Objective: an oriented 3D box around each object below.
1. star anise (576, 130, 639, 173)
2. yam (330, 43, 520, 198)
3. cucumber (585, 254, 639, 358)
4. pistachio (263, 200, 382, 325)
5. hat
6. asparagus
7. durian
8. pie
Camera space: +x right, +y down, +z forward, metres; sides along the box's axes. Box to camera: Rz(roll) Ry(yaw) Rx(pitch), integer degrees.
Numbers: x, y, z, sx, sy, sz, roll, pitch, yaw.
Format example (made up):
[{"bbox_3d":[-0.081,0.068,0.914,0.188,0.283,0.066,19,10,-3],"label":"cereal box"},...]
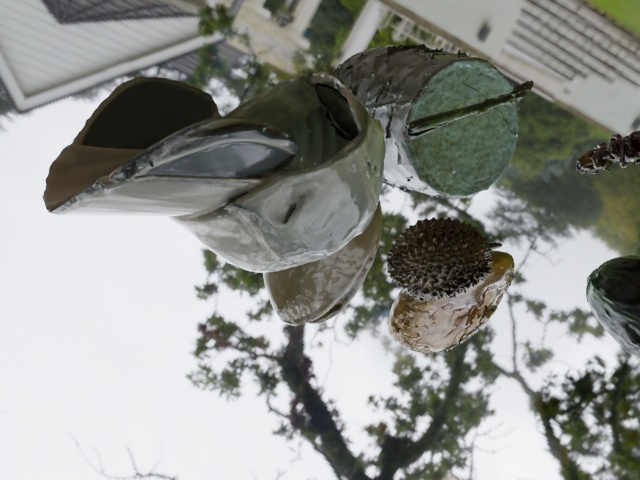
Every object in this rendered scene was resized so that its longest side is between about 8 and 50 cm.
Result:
[{"bbox_3d":[0.625,-0.184,1.649,0.073,0.177,0.234,68,170,-11],"label":"star anise"},{"bbox_3d":[0.149,-0.192,1.302,0.241,0.241,0.348,22,-176,-26],"label":"yam"},{"bbox_3d":[0.270,0.075,0.470,0.241,0.074,0.074,28,-165,18],"label":"cucumber"},{"bbox_3d":[0.000,0.000,1.057,0.153,0.237,0.138,31,-161,36],"label":"pistachio"},{"bbox_3d":[-0.081,-0.050,0.657,0.275,0.161,0.232,-8,-163,-24],"label":"hat"},{"bbox_3d":[0.197,-0.170,1.031,0.233,0.023,0.022,-23,-175,-30],"label":"asparagus"},{"bbox_3d":[0.150,0.031,0.932,0.140,0.110,0.071,-12,-146,-2],"label":"durian"},{"bbox_3d":[0.253,0.115,1.507,0.273,0.273,0.069,15,-146,-43],"label":"pie"}]
